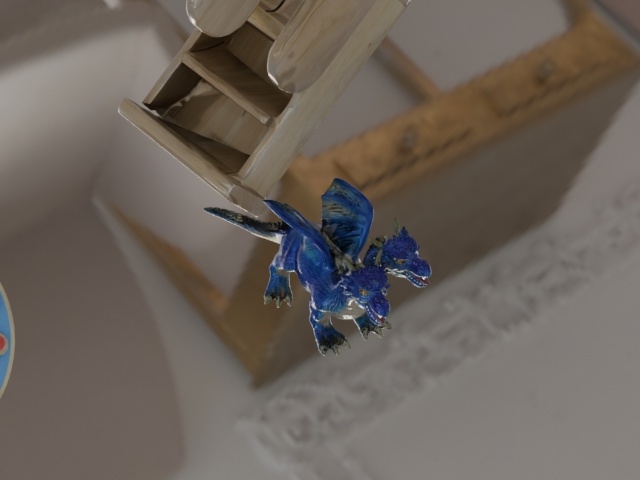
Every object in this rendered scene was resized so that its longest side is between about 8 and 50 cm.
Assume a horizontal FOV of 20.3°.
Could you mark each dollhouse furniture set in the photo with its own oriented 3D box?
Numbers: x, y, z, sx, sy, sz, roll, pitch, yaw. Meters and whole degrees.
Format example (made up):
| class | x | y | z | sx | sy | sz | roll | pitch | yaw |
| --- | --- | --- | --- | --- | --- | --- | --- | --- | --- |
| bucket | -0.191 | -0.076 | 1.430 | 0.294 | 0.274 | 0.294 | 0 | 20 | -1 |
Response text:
| class | x | y | z | sx | sy | sz | roll | pitch | yaw |
| --- | --- | --- | --- | --- | --- | --- | --- | --- | --- |
| dollhouse furniture set | -0.129 | -0.222 | 1.578 | 0.256 | 0.362 | 0.394 | -54 | 148 | 3 |

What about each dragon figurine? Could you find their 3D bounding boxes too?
| class | x | y | z | sx | sy | sz | roll | pitch | yaw |
| --- | --- | --- | --- | --- | --- | --- | --- | --- | --- |
| dragon figurine | 0.000 | 0.000 | 1.563 | 0.085 | 0.289 | 0.144 | -17 | 132 | -25 |

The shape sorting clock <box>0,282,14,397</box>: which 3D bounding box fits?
| class | x | y | z | sx | sy | sz | roll | pitch | yaw |
| --- | --- | --- | --- | --- | --- | --- | --- | --- | --- |
| shape sorting clock | -0.353 | 0.085 | 1.482 | 0.206 | 0.206 | 0.040 | -35 | -167 | -20 |
